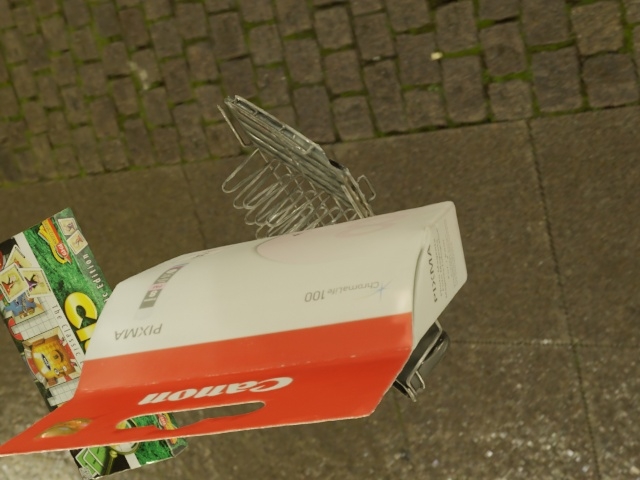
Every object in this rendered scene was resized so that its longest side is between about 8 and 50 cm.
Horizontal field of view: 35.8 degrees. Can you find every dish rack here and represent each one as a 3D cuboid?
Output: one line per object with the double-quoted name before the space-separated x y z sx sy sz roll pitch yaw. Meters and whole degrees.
"dish rack" 0.000 0.000 0.854 0.208 0.074 0.271 34 163 45

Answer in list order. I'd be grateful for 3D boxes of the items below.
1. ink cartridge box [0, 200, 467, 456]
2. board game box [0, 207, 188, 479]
"ink cartridge box" -0.035 0.037 0.515 0.189 0.232 0.066 -10 93 19
"board game box" -0.240 0.109 0.982 0.136 0.030 0.259 -23 95 31
